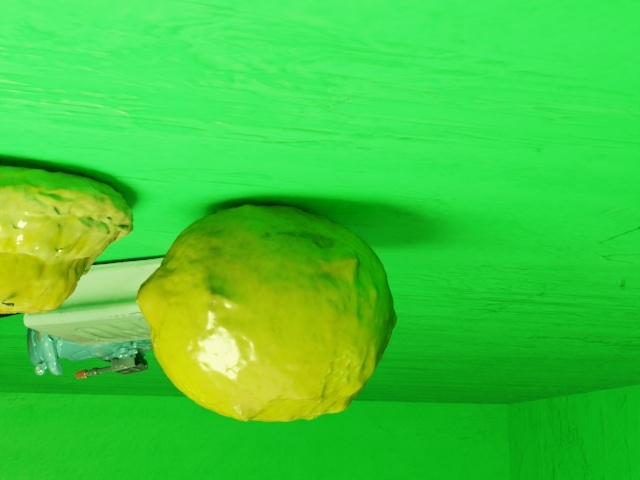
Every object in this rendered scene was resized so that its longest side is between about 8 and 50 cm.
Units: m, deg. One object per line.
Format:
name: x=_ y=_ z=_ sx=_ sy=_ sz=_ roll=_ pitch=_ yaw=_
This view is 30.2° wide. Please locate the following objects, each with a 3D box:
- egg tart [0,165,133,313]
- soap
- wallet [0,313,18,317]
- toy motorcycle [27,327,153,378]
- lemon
egg tart: x=-0.344 y=0.010 z=1.182 sx=0.318 sy=0.128 sz=0.319 roll=0 pitch=170 yaw=0
soap: x=-0.253 y=0.084 z=1.600 sx=0.261 sy=0.094 sz=0.150 roll=-6 pitch=167 yaw=24
wallet: x=-0.579 y=0.113 z=1.886 sx=0.244 sy=0.025 sz=0.124 roll=-11 pitch=163 yaw=43
toy motorcycle: x=-0.354 y=0.151 z=1.861 sx=0.182 sy=0.124 sz=0.272 roll=-15 pitch=164 yaw=15
lemon: x=-0.055 y=0.076 z=1.253 sx=0.288 sy=0.234 sz=0.233 roll=6 pitch=166 yaw=-24
